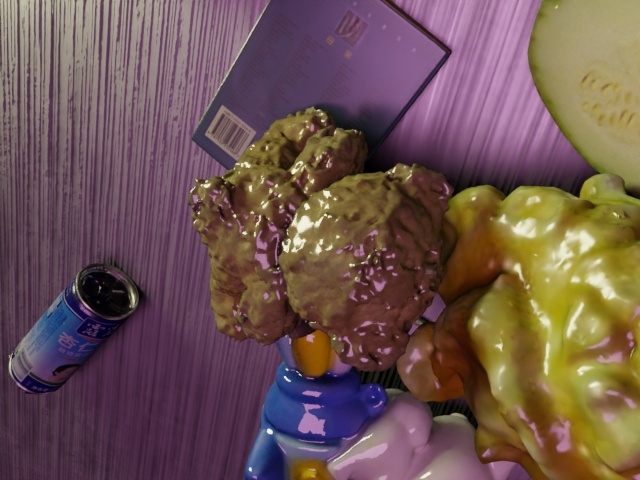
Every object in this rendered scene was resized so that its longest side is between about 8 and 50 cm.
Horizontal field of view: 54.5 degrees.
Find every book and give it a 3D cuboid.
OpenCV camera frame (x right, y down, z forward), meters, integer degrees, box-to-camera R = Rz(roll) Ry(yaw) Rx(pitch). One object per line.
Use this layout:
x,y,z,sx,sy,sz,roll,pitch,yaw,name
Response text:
-0.012,-0.158,0.692,0.191,0.025,0.269,39,120,2,book

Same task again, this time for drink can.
-0.369,0.136,0.918,0.097,0.097,0.235,47,119,-1,drink can

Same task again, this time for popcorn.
0.245,0.089,0.546,0.279,0.335,0.274,17,106,-19,popcorn

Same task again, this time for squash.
0.291,-0.099,0.501,0.261,0.189,0.189,16,116,11,squash

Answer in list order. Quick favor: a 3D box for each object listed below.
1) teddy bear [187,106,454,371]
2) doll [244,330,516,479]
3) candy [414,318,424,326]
0.000,0.000,0.594,0.256,0.156,0.266,19,92,28,teddy bear
0.057,0.251,0.759,0.366,0.187,0.375,32,95,-2,doll
0.126,0.105,0.744,0.123,0.035,0.035,22,162,2,candy
